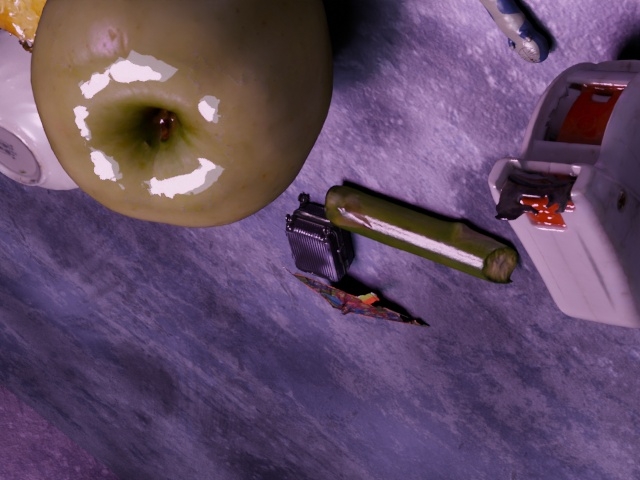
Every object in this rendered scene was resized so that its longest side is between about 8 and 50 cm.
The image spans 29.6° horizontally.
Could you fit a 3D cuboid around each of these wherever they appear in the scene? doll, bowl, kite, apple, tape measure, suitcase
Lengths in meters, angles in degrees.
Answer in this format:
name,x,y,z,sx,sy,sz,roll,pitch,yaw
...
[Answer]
name,x,y,z,sx,sy,sz,roll,pitch,yaw
doll,0.200,-0.237,1.288,0.125,0.027,0.037,46,154,-17
bowl,-0.438,-0.179,1.862,0.277,0.145,0.277,23,147,16
kite,0.044,0.093,1.833,0.241,0.014,0.183,25,164,-13
apple,-0.151,-0.200,1.371,0.357,0.357,0.357,24,147,18
tape measure,0.295,-0.052,1.220,0.130,0.265,0.258,9,150,39
suitcase,0.000,0.000,1.761,0.086,0.059,0.126,19,147,24

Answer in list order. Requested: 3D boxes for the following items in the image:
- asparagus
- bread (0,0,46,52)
name,x,y,z,sx,sy,sz,roll,pitch,yaw
asparagus,0.130,-0.009,1.624,0.278,0.060,0.067,19,134,23
bread,-0.324,-0.329,1.545,0.261,0.160,0.147,35,143,13
